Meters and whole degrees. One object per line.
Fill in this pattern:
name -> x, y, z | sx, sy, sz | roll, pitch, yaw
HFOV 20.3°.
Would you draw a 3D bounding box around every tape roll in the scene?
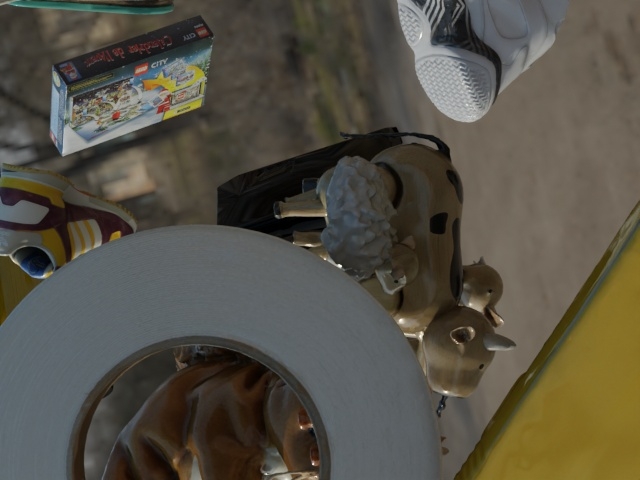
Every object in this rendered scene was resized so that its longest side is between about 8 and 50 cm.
tape roll -> -0.095, 0.180, 1.435 | 0.072, 0.392, 0.392 | 85, 169, -88

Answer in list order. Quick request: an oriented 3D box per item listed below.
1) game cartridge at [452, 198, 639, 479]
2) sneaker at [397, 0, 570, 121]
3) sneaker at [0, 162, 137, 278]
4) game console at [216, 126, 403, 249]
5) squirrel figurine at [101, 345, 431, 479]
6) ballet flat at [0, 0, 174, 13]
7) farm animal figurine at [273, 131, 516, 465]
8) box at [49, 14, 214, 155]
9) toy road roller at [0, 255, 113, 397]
game cartridge -> 0.286, 0.146, 1.329 | 0.323, 0.285, 0.052 | -58, 8, 20
sneaker -> 0.202, -0.352, 2.317 | 0.137, 0.210, 0.365 | 22, 139, 46
sneaker -> -0.221, -0.005, 1.505 | 0.185, 0.070, 0.083 | 30, -107, -61
game console -> 0.000, 0.000, 1.818 | 0.361, 0.213, 0.044 | -97, -12, -61
squirrel figurine -> -0.046, 0.187, 2.160 | 0.370, 0.281, 0.397 | -37, 37, 47
ballet flat -> -0.277, -0.244, 1.455 | 0.139, 0.400, 0.139 | 14, 109, 46
farm animal figurine -> 0.091, 0.057, 1.618 | 0.330, 0.172, 0.326 | -49, -47, -71
box -> -0.268, -0.219, 2.535 | 0.044, 0.233, 0.159 | 55, 153, 26
toy road roller -> -0.342, 0.056, 1.872 | 0.240, 0.330, 0.202 | -44, 54, 56
